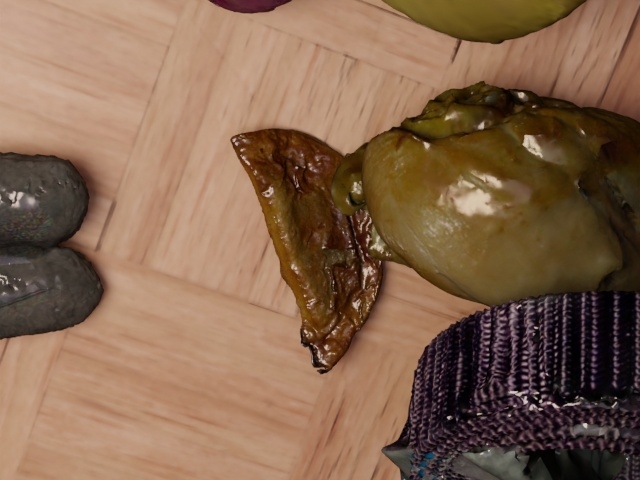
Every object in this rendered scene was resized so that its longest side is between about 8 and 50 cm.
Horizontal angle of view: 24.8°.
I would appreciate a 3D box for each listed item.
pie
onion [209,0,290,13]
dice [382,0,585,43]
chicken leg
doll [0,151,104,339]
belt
[{"bbox_3d":[0.001,-0.002,1.087,0.088,0.033,0.191,-22,102,-15],"label":"pie"},{"bbox_3d":[-0.049,-0.215,1.006,0.115,0.104,0.115,16,119,32],"label":"onion"},{"bbox_3d":[0.113,-0.283,0.901,0.227,0.233,0.238,44,69,-18],"label":"dice"},{"bbox_3d":[0.218,0.029,1.075,0.429,0.153,0.201,34,106,-20],"label":"chicken leg"},{"bbox_3d":[-0.319,0.030,0.991,0.340,0.158,0.246,-2,115,-9],"label":"doll"},{"bbox_3d":[0.203,0.150,1.033,0.260,0.122,0.325,-15,142,27],"label":"belt"}]
